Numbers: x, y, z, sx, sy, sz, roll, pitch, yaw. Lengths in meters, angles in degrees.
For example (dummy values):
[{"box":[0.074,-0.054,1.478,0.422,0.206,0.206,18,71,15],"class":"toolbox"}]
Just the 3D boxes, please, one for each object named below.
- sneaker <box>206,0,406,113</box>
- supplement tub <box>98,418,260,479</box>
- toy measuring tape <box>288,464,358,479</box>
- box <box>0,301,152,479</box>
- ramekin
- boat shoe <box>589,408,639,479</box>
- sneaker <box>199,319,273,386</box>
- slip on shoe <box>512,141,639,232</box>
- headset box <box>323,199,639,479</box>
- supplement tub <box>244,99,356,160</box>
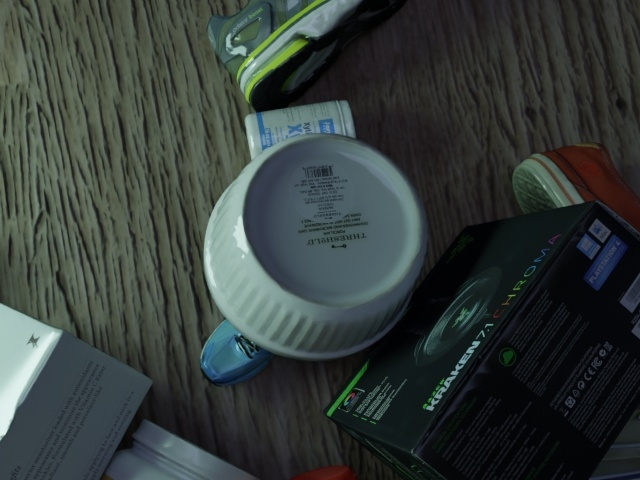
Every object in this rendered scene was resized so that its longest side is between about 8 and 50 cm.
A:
[{"box":[0.005,-0.272,1.043,0.300,0.111,0.121,-42,77,-12],"class":"sneaker"},{"box":[-0.152,0.276,0.883,0.144,0.144,0.199,26,77,5],"class":"supplement tub"},{"box":[0.032,0.250,0.805,0.121,0.330,0.121,3,82,-23],"class":"toy measuring tape"},{"box":[-0.279,0.158,0.880,0.182,0.119,0.181,15,72,43],"class":"box"},{"box":[0.000,0.000,0.909,0.207,0.109,0.207,4,70,-11],"class":"ramekin"},{"box":[0.285,0.195,0.870,0.302,0.109,0.094,-20,64,35],"class":"boat shoe"},{"box":[-0.052,0.079,0.970,0.162,0.073,0.063,-38,81,-10],"class":"sneaker"},{"box":[0.320,0.039,0.973,0.101,0.123,0.331,-29,74,-12],"class":"slip on shoe"},{"box":[0.151,0.107,0.871,0.131,0.283,0.246,40,79,-8],"class":"headset box"},{"box":[-0.020,-0.103,1.017,0.107,0.071,0.071,-10,77,-3],"class":"supplement tub"}]
